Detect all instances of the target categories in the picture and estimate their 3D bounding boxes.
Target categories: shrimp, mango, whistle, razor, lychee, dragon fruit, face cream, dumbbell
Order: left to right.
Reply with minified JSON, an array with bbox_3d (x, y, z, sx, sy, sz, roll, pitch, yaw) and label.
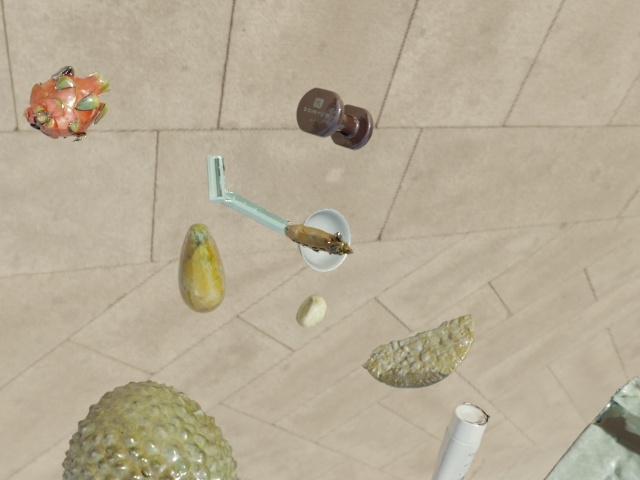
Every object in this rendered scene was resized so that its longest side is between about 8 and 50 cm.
[{"bbox_3d":[-0.326,-0.181,0.789,0.086,0.116,0.081,36,152,-18],"label":"dragon fruit"},{"bbox_3d":[-0.239,0.332,0.874,0.274,0.255,0.255,-6,150,31],"label":"lychee"},{"bbox_3d":[-0.367,0.082,1.848,0.146,0.192,0.316,-9,124,-13],"label":"mango"},{"bbox_3d":[-0.158,-0.074,1.320,0.056,0.111,0.278,-22,148,21],"label":"razor"},{"bbox_3d":[0.000,0.000,1.105,0.091,0.184,0.043,29,81,-32],"label":"shrimp"},{"bbox_3d":[0.044,-0.332,1.672,0.225,0.140,0.124,6,104,-60],"label":"dumbbell"},{"bbox_3d":[0.218,0.390,1.023,0.092,0.058,0.243,-13,122,-51],"label":"face cream"},{"bbox_3d":[0.496,0.357,0.963,0.405,0.168,0.188,-8,129,-44],"label":"whistle"}]

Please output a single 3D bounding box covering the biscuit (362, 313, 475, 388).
[{"bbox_3d":[0.243,0.278,1.424,0.290,0.141,0.038,-21,136,6],"label":"biscuit"}]

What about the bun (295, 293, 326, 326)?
[{"bbox_3d":[-0.017,0.170,1.442,0.055,0.086,0.086,32,115,-18],"label":"bun"}]

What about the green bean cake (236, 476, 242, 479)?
[{"bbox_3d":[-0.207,0.450,1.068,0.136,0.056,0.135,-7,150,1],"label":"green bean cake"}]

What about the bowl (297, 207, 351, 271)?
[{"bbox_3d":[-0.009,-0.004,1.800,0.189,0.086,0.189,-4,96,-37],"label":"bowl"}]
